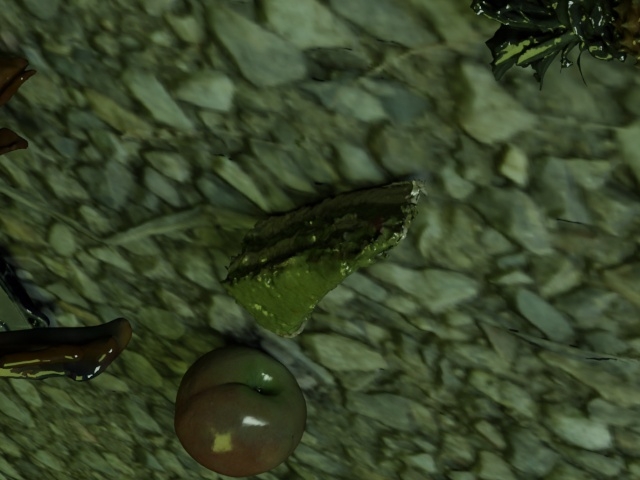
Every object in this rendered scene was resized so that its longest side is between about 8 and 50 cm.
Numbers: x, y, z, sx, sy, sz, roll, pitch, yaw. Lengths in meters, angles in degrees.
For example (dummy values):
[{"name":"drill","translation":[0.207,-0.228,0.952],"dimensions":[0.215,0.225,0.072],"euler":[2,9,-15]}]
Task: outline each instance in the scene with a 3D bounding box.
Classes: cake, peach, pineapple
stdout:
[{"name":"cake","translation":[0.000,0.000,0.749],"dimensions":[0.055,0.051,0.140],"euler":[38,147,-7]},{"name":"peach","translation":[-0.050,0.105,0.915],"dimensions":[0.083,0.083,0.083],"euler":[22,148,15]},{"name":"pineapple","translation":[0.104,-0.079,0.542],"dimensions":[0.124,0.058,0.058],"euler":[3,139,40]}]

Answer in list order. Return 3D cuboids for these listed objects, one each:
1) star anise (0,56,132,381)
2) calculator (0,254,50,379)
[{"name":"star anise","translation":[-0.232,-0.057,0.782],"dimensions":[0.346,0.148,0.237],"euler":[45,150,-3]},{"name":"calculator","translation":[-0.300,0.031,1.069],"dimensions":[0.268,0.040,0.177],"euler":[14,145,26]}]
